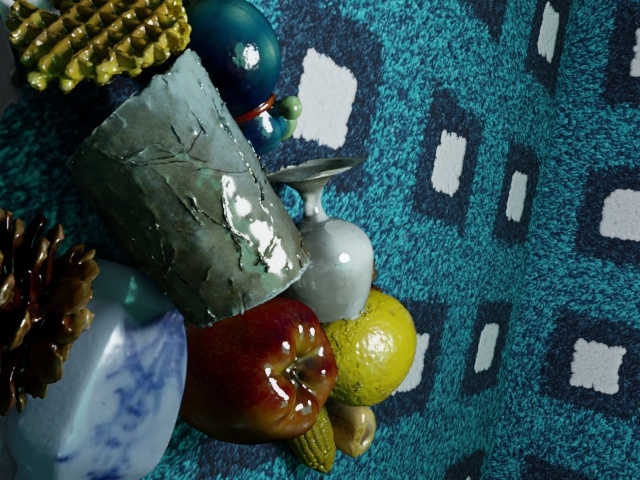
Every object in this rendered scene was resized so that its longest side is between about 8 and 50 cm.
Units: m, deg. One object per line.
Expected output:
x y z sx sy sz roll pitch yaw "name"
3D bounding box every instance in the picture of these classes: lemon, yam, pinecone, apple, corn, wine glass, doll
0.095 0.244 1.396 0.310 0.258 0.257 -37 127 -43 "lemon"
-0.183 -0.064 0.851 0.241 0.241 0.348 -42 105 -39 "yam"
-0.414 0.071 0.729 0.264 0.264 0.264 -18 113 -49 "pinecone"
-0.131 0.231 1.091 0.288 0.317 0.288 10 76 -46 "apple"
-0.035 0.434 1.415 0.119 0.119 0.321 -47 134 -35 "corn"
0.000 0.000 1.250 0.238 0.238 0.322 -28 116 -46 "wine glass"
-0.150 -0.270 0.999 0.186 0.199 0.322 -78 149 -47 "doll"

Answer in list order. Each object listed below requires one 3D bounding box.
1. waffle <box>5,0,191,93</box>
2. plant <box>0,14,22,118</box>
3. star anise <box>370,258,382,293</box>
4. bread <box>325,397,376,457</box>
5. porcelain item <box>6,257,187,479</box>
-0.292 -0.286 0.796 0.232 0.228 0.051 -15 143 -17 "waffle"
-0.447 -0.247 0.661 0.142 0.164 0.256 -52 147 -30 "plant"
0.111 0.145 1.577 0.212 0.053 0.157 -59 139 -26 "star anise"
0.070 0.468 1.522 0.085 0.173 0.134 13 90 -38 "bread"
-0.340 0.241 0.911 0.242 0.179 0.405 30 71 -50 "porcelain item"
